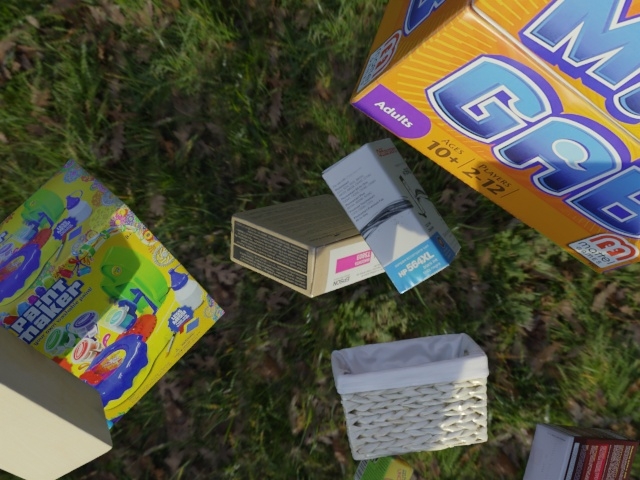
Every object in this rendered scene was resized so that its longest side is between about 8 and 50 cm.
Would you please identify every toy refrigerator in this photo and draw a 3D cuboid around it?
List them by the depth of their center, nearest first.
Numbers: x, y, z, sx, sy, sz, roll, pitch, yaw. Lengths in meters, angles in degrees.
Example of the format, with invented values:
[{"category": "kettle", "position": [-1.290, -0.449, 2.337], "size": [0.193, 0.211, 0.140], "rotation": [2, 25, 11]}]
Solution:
[{"category": "toy refrigerator", "position": [-0.350, 0.175, 0.825], "size": [0.102, 0.269, 0.094], "rotation": [-29, 54, 1]}]

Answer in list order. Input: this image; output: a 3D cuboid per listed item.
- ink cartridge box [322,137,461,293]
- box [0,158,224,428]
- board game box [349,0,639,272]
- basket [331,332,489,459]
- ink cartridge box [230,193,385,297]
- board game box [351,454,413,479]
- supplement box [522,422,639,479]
[{"category": "ink cartridge box", "position": [0.107, -0.042, 1.081], "size": [0.086, 0.148, 0.203], "rotation": [-33, 89, 20]}, {"category": "box", "position": [-0.348, 0.096, 1.072], "size": [0.290, 0.279, 0.177], "rotation": [-46, 47, -11]}, {"category": "board game box", "position": [0.309, -0.241, 0.714], "size": [0.356, 0.356, 0.356], "rotation": [31, 60, -19]}, {"category": "basket", "position": [0.102, 0.175, 0.848], "size": [0.167, 0.113, 0.103], "rotation": [-8, 97, -1]}, {"category": "ink cartridge box", "position": [0.000, 0.000, 1.229], "size": [0.193, 0.234, 0.088], "rotation": [23, 115, 39]}, {"category": "board game box", "position": [0.027, 0.359, 0.844], "size": [0.039, 0.124, 0.259], "rotation": [28, 84, -4]}, {"category": "supplement box", "position": [0.472, 0.407, 1.347], "size": [0.239, 0.073, 0.130], "rotation": [16, 89, -38]}]
